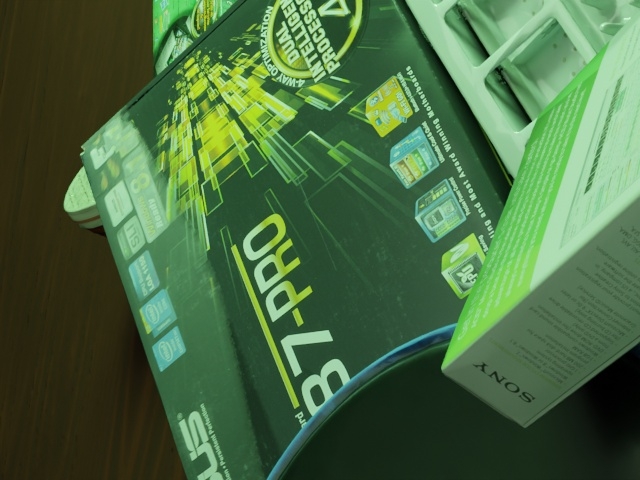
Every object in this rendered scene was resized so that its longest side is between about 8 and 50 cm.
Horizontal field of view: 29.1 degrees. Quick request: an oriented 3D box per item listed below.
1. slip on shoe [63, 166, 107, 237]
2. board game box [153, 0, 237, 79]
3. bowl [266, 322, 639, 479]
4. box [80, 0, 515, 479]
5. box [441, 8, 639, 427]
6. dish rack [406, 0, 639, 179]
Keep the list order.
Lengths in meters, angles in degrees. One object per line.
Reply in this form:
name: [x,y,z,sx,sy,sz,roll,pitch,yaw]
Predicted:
slip on shoe: [-0.105,-0.053,1.149,0.331,0.101,0.123,-13,47,42]
board game box: [-0.131,-0.218,1.290,0.136,0.030,0.260,-28,57,48]
bowl: [0.092,0.219,0.626,0.391,0.077,0.391,-21,56,35]
box: [0.000,0.000,0.907,0.318,0.097,0.395,-38,58,28]
box: [0.189,-0.080,0.550,0.322,0.058,0.232,-47,10,42]
dish rack: [0.211,-0.194,0.746,0.333,0.072,0.285,-45,61,36]
